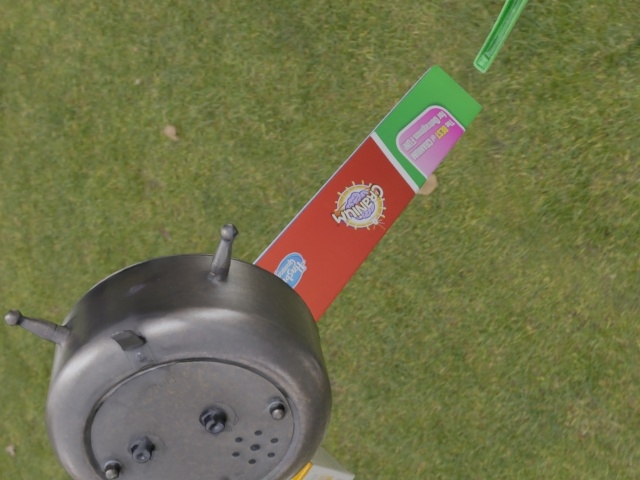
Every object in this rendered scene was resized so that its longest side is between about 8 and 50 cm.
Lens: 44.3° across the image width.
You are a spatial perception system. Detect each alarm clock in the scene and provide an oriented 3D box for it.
[{"bbox_3d":[-0.053,0.088,0.381,0.129,0.064,0.192,-22,128,4],"label":"alarm clock"}]

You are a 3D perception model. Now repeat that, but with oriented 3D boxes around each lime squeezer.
[{"bbox_3d":[0.154,-0.212,0.550,0.059,0.310,0.110,26,86,13],"label":"lime squeezer"}]

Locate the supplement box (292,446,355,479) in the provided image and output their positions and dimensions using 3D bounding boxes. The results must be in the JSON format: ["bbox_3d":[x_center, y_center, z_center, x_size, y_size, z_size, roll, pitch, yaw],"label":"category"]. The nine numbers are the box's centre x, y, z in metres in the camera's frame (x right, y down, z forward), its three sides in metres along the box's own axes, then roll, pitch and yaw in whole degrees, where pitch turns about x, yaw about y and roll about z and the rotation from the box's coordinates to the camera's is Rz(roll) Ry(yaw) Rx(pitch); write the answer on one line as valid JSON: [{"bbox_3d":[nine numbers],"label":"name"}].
[{"bbox_3d":[-0.021,0.172,0.546,0.036,0.098,0.062,36,84,29],"label":"supplement box"}]

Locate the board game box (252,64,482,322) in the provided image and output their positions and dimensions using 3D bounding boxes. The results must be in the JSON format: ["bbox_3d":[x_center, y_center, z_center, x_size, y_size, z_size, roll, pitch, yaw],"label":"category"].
[{"bbox_3d":[0.000,0.000,0.745,0.064,0.316,0.242,42,145,-2],"label":"board game box"}]
